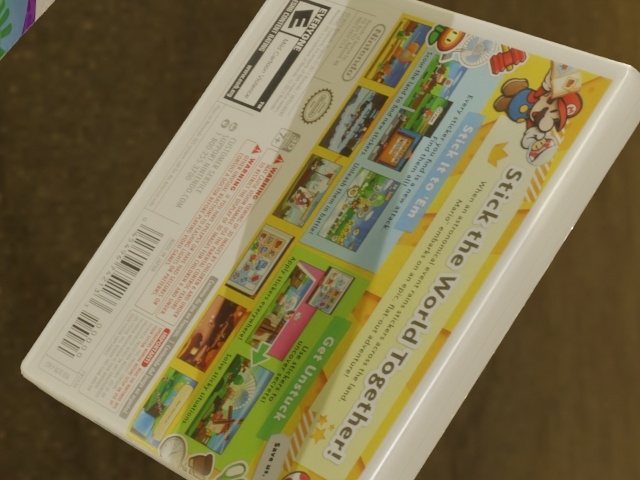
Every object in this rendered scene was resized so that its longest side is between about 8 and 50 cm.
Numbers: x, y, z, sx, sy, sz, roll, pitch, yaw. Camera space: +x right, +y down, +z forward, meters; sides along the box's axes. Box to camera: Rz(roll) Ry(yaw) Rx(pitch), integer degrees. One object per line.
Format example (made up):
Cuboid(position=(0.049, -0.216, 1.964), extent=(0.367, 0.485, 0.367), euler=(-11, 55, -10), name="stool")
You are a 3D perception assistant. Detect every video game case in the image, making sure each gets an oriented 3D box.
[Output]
Cuboid(position=(0.000, 0.000, 0.833), extent=(0.227, 0.206, 0.026), euler=(-57, 136, -10), name="video game case")

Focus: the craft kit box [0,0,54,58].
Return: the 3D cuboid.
Cuboid(position=(-0.091, -0.139, 0.391), extent=(0.246, 0.061, 0.250), euler=(-64, 164, -51), name="craft kit box")
